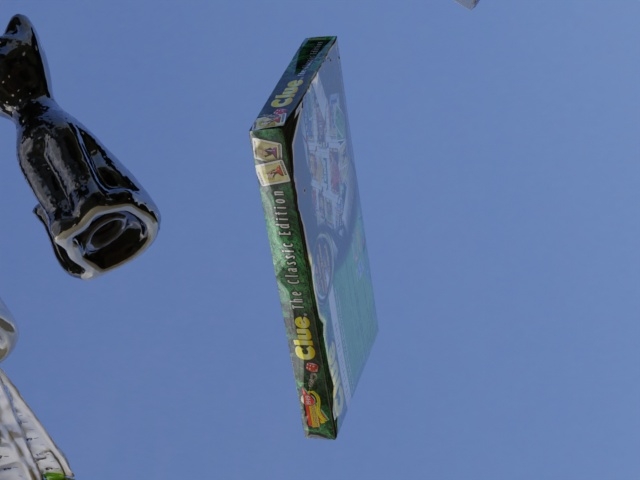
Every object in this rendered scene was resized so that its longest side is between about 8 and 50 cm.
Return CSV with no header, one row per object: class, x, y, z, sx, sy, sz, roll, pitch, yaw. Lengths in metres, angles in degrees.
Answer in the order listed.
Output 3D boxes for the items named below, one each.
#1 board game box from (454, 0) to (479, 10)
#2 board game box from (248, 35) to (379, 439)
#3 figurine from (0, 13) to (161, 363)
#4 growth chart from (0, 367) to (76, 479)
board game box,0.049,-0.343,1.477,0.142,0.275,0.144,-53,-19,10
board game box,0.000,0.000,1.233,0.136,0.030,0.259,-67,-27,-54
figurine,-0.250,-0.034,1.258,0.215,0.209,0.092,-38,-28,9
growth chart,-0.201,0.102,0.807,0.237,0.172,0.021,63,-165,-55
